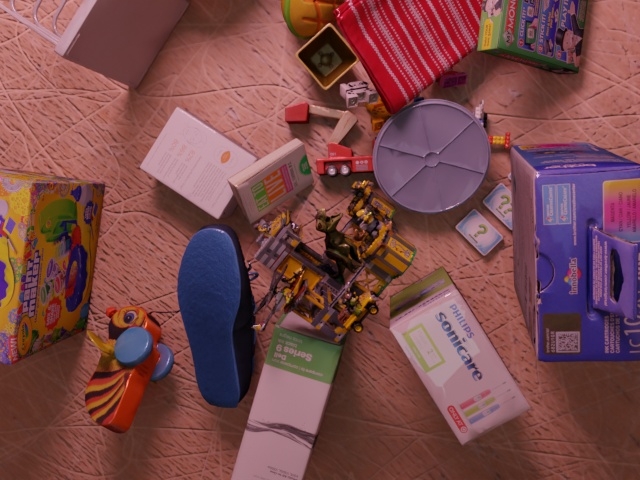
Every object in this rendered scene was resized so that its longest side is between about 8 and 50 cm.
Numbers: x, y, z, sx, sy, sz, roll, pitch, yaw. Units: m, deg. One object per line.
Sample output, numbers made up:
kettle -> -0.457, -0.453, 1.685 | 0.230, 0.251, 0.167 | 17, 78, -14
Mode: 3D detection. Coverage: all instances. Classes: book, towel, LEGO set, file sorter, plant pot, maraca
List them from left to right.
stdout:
file sorter -> -0.376, -0.400, 1.120 | 0.173, 0.278, 0.192 | 34, 96, 4
book -> -0.083, -0.103, 1.188 | 0.144, 0.096, 0.035 | -35, 48, -17
maraca -> -0.002, -0.437, 1.167 | 0.099, 0.127, 0.185 | 29, 89, 30
LEGO set -> 0.000, 0.000, 1.101 | 0.192, 0.331, 0.255 | 35, 112, -13
plant pot -> 0.011, -0.319, 1.184 | 0.081, 0.083, 0.081 | -41, 100, 8
LEGO set -> 0.129, -0.251, 1.181 | 0.227, 0.093, 0.087 | -15, 131, -20
towel -> 0.169, -0.356, 1.078 | 0.275, 0.031, 0.198 | -40, 120, -7
LEGO set -> 0.274, -0.119, 1.193 | 0.182, 0.060, 0.244 | -44, 91, 4

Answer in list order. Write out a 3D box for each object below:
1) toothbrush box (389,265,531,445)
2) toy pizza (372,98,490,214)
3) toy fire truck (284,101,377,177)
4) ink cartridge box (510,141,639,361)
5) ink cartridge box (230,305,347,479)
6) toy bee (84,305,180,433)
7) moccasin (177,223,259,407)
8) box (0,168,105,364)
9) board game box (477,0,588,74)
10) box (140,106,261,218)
toothbrush box -> 0.214, 0.172, 1.107 | 0.122, 0.283, 0.206 | -32, 92, 6
toy pizza -> 0.190, -0.144, 1.167 | 0.201, 0.032, 0.201 | 1, 110, 3
toy fire truck -> 0.036, -0.182, 1.214 | 0.192, 0.047, 0.135 | -3, 93, 5
ink cartridge box -> 0.375, 0.008, 1.004 | 0.151, 0.395, 0.269 | -2, 103, 13
ink cartridge box -> -0.049, 0.276, 1.173 | 0.122, 0.211, 0.289 | 17, 95, 3
toy bee -> -0.342, 0.194, 1.239 | 0.162, 0.298, 0.195 | 14, 134, 31
moccasin -> -0.178, 0.126, 1.199 | 0.138, 0.117, 0.341 | 10, 111, 15
box -> -0.526, 0.029, 1.164 | 0.177, 0.279, 0.289 | 9, 96, 5
board game box -> 0.362, -0.450, 1.104 | 0.214, 0.046, 0.317 | 3, 95, -34
box -> -0.209, -0.137, 1.217 | 0.171, 0.091, 0.130 | 34, 96, 2
